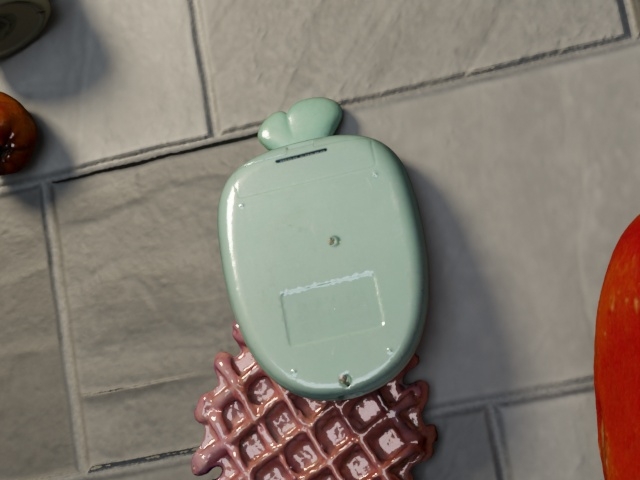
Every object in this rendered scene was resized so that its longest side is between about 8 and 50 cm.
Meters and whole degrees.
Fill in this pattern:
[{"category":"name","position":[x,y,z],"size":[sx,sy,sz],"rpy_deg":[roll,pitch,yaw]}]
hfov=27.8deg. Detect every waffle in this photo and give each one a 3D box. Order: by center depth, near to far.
[{"category":"waffle","position":[-0.007,0.167,1.158],"size":[0.221,0.055,0.234],"rpy_deg":[10,82,14]}]

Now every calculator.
[{"category":"calculator","position":[0.000,0.000,1.157],"size":[0.184,0.042,0.295],"rpy_deg":[-14,66,5]}]

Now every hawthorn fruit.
[{"category":"hawthorn fruit","position":[-0.324,-0.111,1.275],"size":[0.081,0.081,0.093],"rpy_deg":[-43,45,5]}]

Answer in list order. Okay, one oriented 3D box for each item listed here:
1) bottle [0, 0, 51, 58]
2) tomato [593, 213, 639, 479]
[{"category":"bottle","position":[-0.371,-0.308,1.291],"size":[0.120,0.120,0.253],"rpy_deg":[-31,74,8]},{"category":"tomato","position":[0.352,0.110,0.952],"size":[0.293,0.290,0.325],"rpy_deg":[4,81,8]}]
